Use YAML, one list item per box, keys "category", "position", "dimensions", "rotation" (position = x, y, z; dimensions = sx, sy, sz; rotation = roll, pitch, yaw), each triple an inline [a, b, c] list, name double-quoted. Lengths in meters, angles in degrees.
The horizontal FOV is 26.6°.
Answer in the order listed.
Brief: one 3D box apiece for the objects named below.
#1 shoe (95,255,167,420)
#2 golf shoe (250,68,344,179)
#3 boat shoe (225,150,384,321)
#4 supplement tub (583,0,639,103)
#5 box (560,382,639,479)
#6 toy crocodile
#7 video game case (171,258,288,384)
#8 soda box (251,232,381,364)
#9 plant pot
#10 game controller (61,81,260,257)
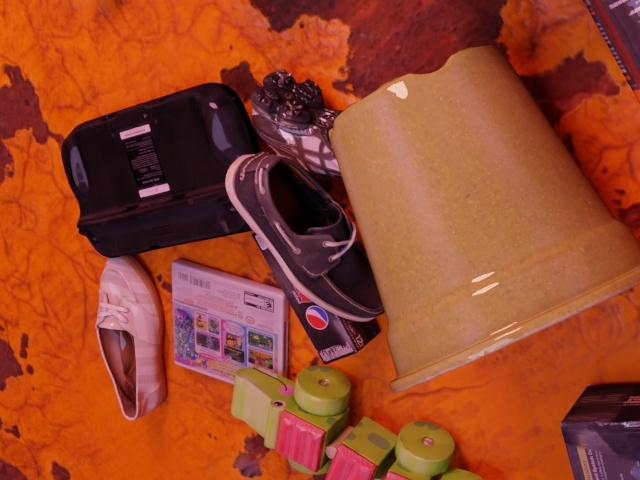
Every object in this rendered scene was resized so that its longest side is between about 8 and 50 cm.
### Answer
- category: "shoe"
  position: [-0.235, 0.121, 1.675]
  dimensions: [0.076, 0.058, 0.219]
  rotation: [6, 115, 31]
- category: "golf shoe"
  position: [0.013, -0.096, 1.412]
  dimensions: [0.198, 0.077, 0.094]
  rotation: [36, 144, 16]
- category: "boat shoe"
  position: [0.000, 0.000, 1.412]
  dimensions: [0.079, 0.084, 0.233]
  rotation: [-12, 127, 50]
- category: "supplement tub"
  position: [0.296, -0.181, 1.153]
  dimensions: [0.106, 0.106, 0.198]
  rotation: [-25, 97, 38]
- category: "box"
  position: [0.434, 0.328, 1.316]
  dimensions: [0.318, 0.097, 0.395]
  rotation: [-8, 108, 34]
- category: "toy crocodile"
  position: [0.040, 0.241, 1.523]
  dimensions: [0.340, 0.105, 0.115]
  rotation: [27, 124, 20]
- category: "video game case"
  position: [-0.108, 0.105, 1.611]
  dimensions: [0.157, 0.019, 0.143]
  rotation: [15, 120, 26]
- category: "soda box"
  position: [-0.004, 0.047, 1.488]
  dimensions: [0.053, 0.060, 0.169]
  rotation: [-24, 97, 37]
- category: "plant pot"
  position: [0.139, -0.031, 1.254]
  dimensions: [0.276, 0.276, 0.254]
  rotation: [-29, 82, 39]
- category: "game controller"
  position: [-0.181, -0.074, 1.532]
  dimensions: [0.319, 0.067, 0.167]
  rotation: [-10, 92, 44]
